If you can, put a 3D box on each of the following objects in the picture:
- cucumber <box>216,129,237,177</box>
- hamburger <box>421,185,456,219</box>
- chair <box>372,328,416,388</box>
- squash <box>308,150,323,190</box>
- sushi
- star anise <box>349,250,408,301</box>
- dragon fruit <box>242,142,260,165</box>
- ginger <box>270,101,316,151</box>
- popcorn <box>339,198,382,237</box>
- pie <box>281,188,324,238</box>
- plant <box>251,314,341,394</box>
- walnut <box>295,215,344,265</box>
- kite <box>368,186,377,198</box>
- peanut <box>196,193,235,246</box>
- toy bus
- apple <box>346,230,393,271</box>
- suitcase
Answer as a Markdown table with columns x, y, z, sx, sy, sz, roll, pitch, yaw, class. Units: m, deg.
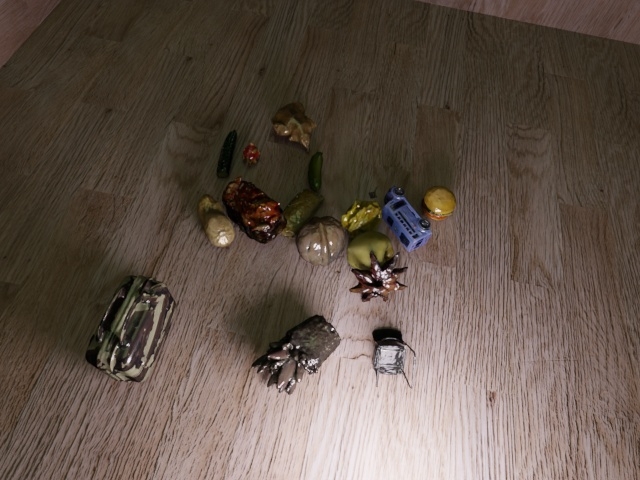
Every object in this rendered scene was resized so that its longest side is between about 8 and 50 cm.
| x | y | z | sx | sy | sz | roll | pitch | yaw | class |
| --- | --- | --- | --- | --- | --- | --- | --- | --- | --- |
| -0.456 | -0.435 | 2.103 | 0.067 | 0.068 | 0.294 | 6 | 59 | -2 | cucumber |
| 0.554 | -0.177 | 2.016 | 0.161 | 0.115 | 0.162 | 2 | 63 | -4 | hamburger |
| 0.267 | 0.445 | 1.646 | 0.140 | 0.221 | 0.146 | 4 | 103 | -4 | chair |
| -0.025 | -0.337 | 2.078 | 0.069 | 0.069 | 0.258 | 5 | 53 | -2 | squash |
| -0.291 | -0.121 | 1.846 | 0.343 | 0.182 | 0.196 | 37 | 79 | 32 | sushi |
| 0.241 | 0.164 | 1.714 | 0.271 | 0.272 | 0.103 | -4 | 32 | -8 | star anise |
| -0.341 | -0.415 | 2.093 | 0.086 | 0.081 | 0.116 | 25 | 60 | -3 | dragon fruit |
| -0.128 | -0.572 | 2.175 | 0.218 | 0.123 | 0.270 | -18 | 64 | -18 | ginger |
| 0.180 | -0.104 | 1.908 | 0.197 | 0.198 | 0.156 | -34 | 67 | -22 | popcorn |
| -0.093 | -0.134 | 1.962 | 0.128 | 0.068 | 0.282 | 29 | 59 | 14 | pie |
| -0.082 | 0.417 | 1.574 | 0.320 | 0.194 | 0.181 | -38 | 66 | -26 | plant |
| 0.000 | 0.000 | 1.806 | 0.223 | 0.224 | 0.225 | 2 | 60 | -4 | walnut |
| 0.256 | -0.234 | 2.087 | 0.044 | 0.002 | 0.078 | 8 | 61 | -1 | kite |
| -0.458 | -0.088 | 1.862 | 0.122 | 0.137 | 0.253 | -21 | 62 | -18 | peanut |
| 0.370 | -0.101 | 1.951 | 0.133 | 0.126 | 0.292 | -26 | 67 | -18 | toy bus |
| 0.209 | 0.054 | 1.814 | 0.199 | 0.200 | 0.200 | 2 | 60 | -4 | apple |
| -0.664 | 0.295 | 1.505 | 0.193 | 0.339 | 0.352 | 13 | 61 | 2 | suitcase |
